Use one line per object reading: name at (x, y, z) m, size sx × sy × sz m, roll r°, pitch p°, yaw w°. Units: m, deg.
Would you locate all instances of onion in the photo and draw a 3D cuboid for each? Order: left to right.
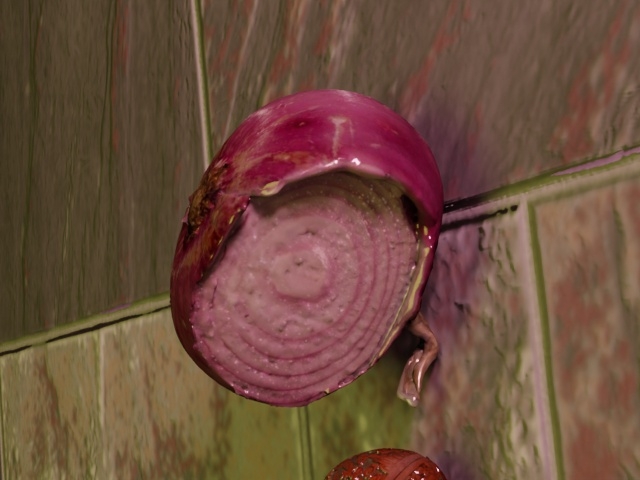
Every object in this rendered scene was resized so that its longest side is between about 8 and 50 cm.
onion at (-0.013, -0.004, 0.935) m, size 0.200 × 0.200 × 0.207 m, roll 43°, pitch 139°, yaw 50°

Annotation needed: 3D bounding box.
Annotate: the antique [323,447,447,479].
antique at (0.043, 0.184, 0.909) m, size 0.104 × 0.104 × 0.104 m, roll 1°, pitch 92°, yaw 59°
